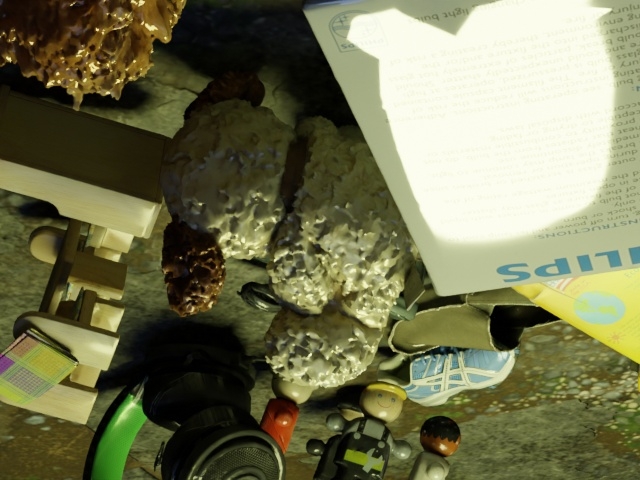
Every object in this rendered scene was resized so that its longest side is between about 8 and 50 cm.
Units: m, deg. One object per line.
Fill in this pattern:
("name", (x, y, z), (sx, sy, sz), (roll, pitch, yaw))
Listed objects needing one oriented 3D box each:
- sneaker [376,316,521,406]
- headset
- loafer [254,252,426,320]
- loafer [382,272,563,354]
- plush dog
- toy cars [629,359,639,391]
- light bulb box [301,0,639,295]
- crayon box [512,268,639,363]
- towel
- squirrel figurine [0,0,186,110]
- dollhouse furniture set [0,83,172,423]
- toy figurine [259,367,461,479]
("sneaker", (0.147, 0.134, 2.002), (0.081, 0.080, 0.211), (15, 145, -32))
("headset", (-0.139, 0.195, 1.950), (0.394, 0.243, 0.185), (-41, 133, 21))
("loafer", (0.000, 0.000, 1.778), (0.267, 0.084, 0.096), (27, 170, -36))
("loafer", (0.168, 0.077, 1.894), (0.251, 0.087, 0.094), (-24, 144, 32))
("plush dog", (-0.029, -0.033, 1.519), (0.225, 0.262, 0.210), (16, 152, -13))
("toy cars", (0.451, 0.080, 1.872), (0.176, 0.087, 0.393), (38, 136, -15))
("light bulb box", (0.133, -0.207, 1.123), (0.225, 0.358, 0.361), (-8, 151, 13))
("crayon box", (0.352, 0.031, 1.728), (0.318, 0.081, 0.202), (30, 135, -19))
("towel", (-0.258, 0.112, 1.559), (0.060, 0.009, 0.083), (34, 125, -25))
("squirrel figurine", (-0.202, -0.255, 1.171), (0.370, 0.281, 0.397), (-15, 164, 1))
("dollhouse furniture set", (-0.250, 0.002, 1.613), (0.161, 0.212, 0.242), (16, 128, -11))
("toy figurine", (0.044, 0.231, 2.048), (0.209, 0.148, 0.213), (5, 159, 43))
